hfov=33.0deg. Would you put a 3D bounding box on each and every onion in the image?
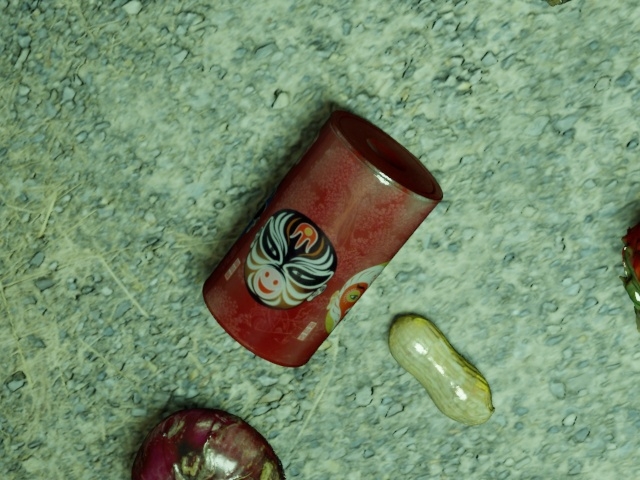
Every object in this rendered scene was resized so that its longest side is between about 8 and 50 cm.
[{"bbox_3d":[-0.175,0.377,1.730,0.246,0.190,0.246,10,125,15],"label":"onion"}]

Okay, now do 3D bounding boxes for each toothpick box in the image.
[{"bbox_3d":[0.000,0.000,1.583,0.204,0.204,0.333,40,109,3],"label":"toothpick box"}]

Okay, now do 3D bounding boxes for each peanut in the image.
[{"bbox_3d":[0.183,0.199,1.641,0.087,0.087,0.206,-43,90,20],"label":"peanut"}]

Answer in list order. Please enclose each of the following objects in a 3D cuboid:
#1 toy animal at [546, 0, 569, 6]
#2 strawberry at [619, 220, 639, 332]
[{"bbox_3d":[0.388,-0.396,1.457,0.220,0.069,0.086,-23,117,24],"label":"toy animal"},{"bbox_3d":[0.580,0.038,1.429,0.351,0.267,0.312,-36,121,-9],"label":"strawberry"}]
